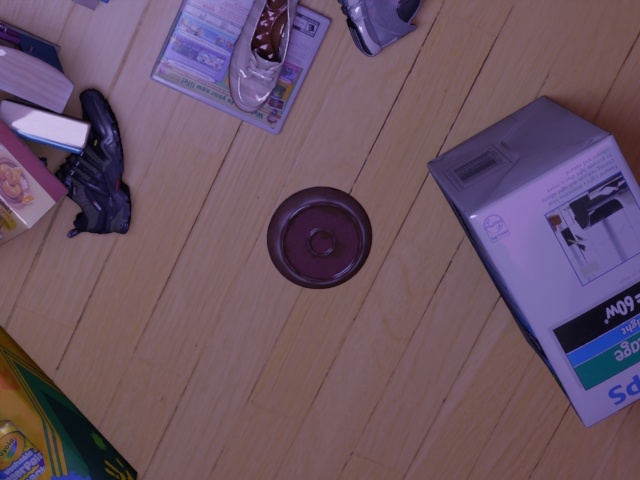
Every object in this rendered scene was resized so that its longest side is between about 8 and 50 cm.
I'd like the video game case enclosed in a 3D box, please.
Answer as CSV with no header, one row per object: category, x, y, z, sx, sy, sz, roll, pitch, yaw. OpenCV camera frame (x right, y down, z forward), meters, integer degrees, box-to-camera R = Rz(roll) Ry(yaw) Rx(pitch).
video game case,-0.120,-0.287,1.796,0.212,0.023,0.193,23,101,-13

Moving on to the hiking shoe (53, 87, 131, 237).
hiking shoe,-0.349,-0.111,1.785,0.114,0.086,0.227,-9,107,-7

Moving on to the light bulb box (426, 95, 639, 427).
light bulb box,0.360,0.017,1.758,0.225,0.358,0.361,-30,105,4

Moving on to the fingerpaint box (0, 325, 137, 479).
fingerpaint box,-0.573,0.399,1.858,0.445,0.163,0.371,-37,106,4

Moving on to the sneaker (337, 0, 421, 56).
sneaker,0.080,-0.397,1.765,0.132,0.086,0.229,-26,116,-4

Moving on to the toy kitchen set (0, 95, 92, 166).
toy kitchen set,-0.402,-0.110,1.712,0.122,0.207,0.166,15,97,-9

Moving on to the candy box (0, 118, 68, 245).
candy box,-0.499,-0.074,1.672,0.183,0.316,0.087,49,57,-16

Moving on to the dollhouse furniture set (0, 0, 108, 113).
dollhouse furniture set,-0.405,-0.376,1.617,0.286,0.198,0.303,22,104,-26

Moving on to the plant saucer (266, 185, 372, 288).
plant saucer,0.000,0.000,1.884,0.168,0.029,0.168,-1,106,-5

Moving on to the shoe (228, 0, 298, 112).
shoe,-0.084,-0.291,1.755,0.076,0.058,0.219,14,103,-10
